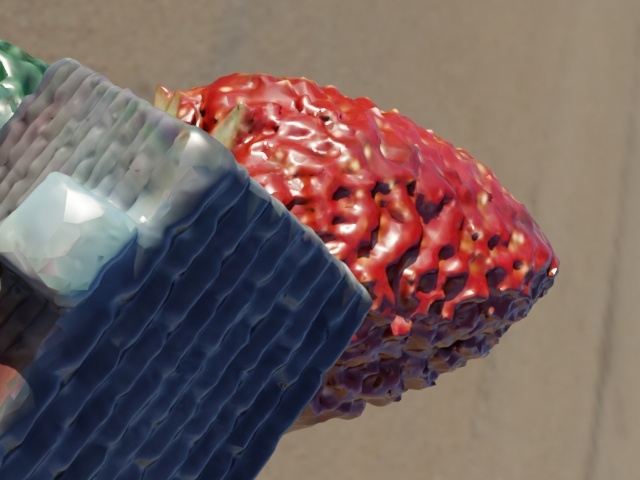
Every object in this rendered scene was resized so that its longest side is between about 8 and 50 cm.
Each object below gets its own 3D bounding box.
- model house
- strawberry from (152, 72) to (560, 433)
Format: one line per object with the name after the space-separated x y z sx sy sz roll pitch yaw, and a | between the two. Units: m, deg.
-0.181 0.083 0.962 0.297 0.360 0.339 39 -5 0 | model house
-0.001 -0.002 1.495 0.343 0.292 0.292 -8 87 -43 | strawberry
